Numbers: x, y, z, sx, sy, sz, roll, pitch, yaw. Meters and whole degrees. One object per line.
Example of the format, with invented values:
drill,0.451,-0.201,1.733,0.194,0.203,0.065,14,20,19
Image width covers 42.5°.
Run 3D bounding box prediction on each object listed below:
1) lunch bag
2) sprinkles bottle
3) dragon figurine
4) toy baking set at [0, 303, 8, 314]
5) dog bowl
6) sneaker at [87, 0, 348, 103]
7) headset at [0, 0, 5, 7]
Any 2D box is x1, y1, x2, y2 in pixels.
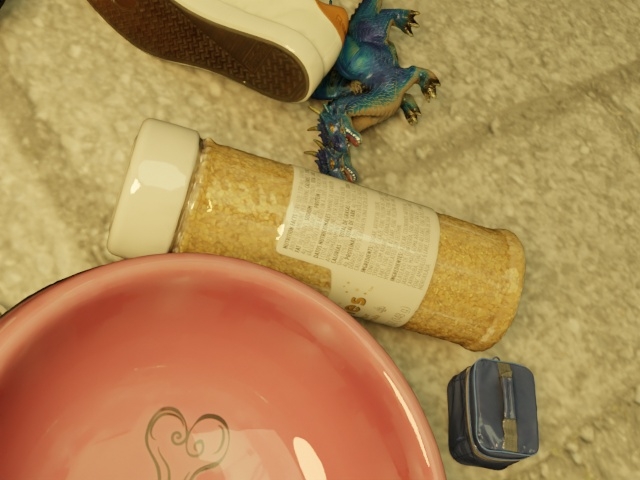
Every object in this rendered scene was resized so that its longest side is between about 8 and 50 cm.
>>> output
lunch bag,0.158,0.153,0.744,0.067,0.065,0.098,11,61,-16
sprinkles bottle,0.000,0.000,0.728,0.355,0.121,0.121,16,59,-13
dragon figurine,0.031,-0.194,0.865,0.144,0.085,0.289,-2,66,-23
toy baking set,-0.230,0.141,0.620,0.256,0.030,0.196,18,52,-19
dog bowl,-0.088,0.188,0.551,0.408,0.150,0.408,13,58,-22
sneaker,-0.107,-0.236,0.805,0.290,0.106,0.123,28,57,10
headset,-0.353,-0.303,0.701,0.394,0.185,0.243,-25,68,-17
